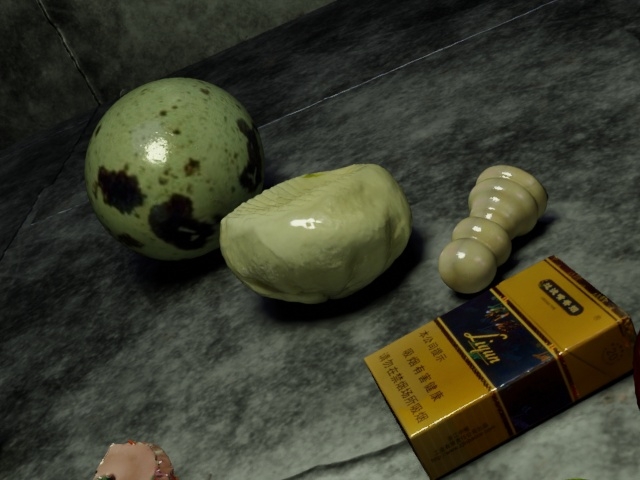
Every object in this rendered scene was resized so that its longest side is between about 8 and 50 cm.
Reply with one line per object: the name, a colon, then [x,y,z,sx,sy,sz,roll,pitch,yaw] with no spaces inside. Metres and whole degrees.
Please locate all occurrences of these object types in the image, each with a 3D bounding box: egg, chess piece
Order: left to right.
egg: [-0.235,-0.123,1.473,0.287,0.287,0.379,-24,20,5]
chess piece: [0.203,-0.008,1.089,0.094,0.094,0.170,-1,40,42]

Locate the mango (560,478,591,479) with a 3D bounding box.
mango: [0.238,0.225,0.554,0.293,0.143,0.175,-5,68,50]

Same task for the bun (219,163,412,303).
bun: [0.000,0.000,1.185,0.259,0.160,0.259,-19,11,4]

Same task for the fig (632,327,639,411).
fig: [0.325,0.124,0.619,0.186,0.204,0.249,-19,37,14]

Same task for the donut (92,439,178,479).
donut: [-0.202,0.282,0.956,0.117,0.065,0.166,-15,30,26]

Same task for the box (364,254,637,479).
box: [0.178,0.121,0.900,0.237,0.070,0.152,-30,26,-1]
